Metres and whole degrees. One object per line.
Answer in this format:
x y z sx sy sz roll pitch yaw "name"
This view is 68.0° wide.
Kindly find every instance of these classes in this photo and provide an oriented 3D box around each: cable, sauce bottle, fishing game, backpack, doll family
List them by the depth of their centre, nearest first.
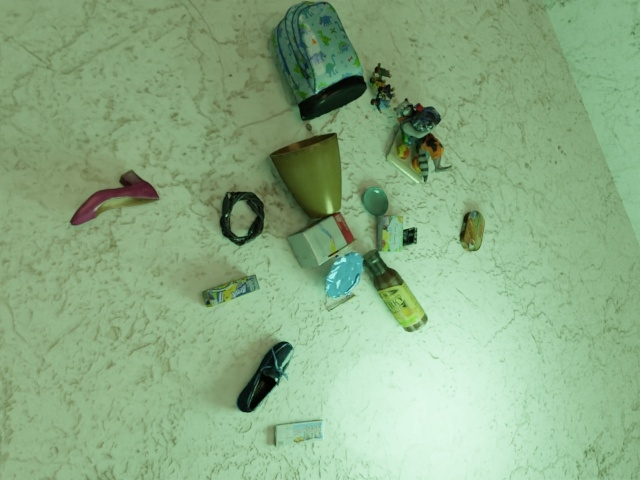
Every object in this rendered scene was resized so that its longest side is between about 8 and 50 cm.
-0.255 -0.070 1.565 0.151 0.047 0.184 8 76 -34 "cable"
0.080 0.118 1.666 0.189 0.041 0.263 -30 133 -30 "fishing game"
-0.014 -0.660 1.695 0.290 0.273 0.355 -27 84 -24 "backpack"
0.273 0.188 1.788 0.111 0.111 0.344 -42 102 -28 "sauce bottle"
0.241 -0.611 1.911 0.111 0.076 0.192 -8 81 -50 "doll family"

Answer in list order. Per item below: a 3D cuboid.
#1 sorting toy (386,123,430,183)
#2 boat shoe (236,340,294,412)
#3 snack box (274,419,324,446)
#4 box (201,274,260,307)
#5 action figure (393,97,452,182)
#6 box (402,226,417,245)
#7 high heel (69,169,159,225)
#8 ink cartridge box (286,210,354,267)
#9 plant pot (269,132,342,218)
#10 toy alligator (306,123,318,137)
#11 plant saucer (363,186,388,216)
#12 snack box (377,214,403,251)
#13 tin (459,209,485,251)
0.382 -0.371 1.978 0.193 0.038 0.208 34 67 -22 "sorting toy"
-0.156 0.440 1.510 0.109 0.089 0.258 40 65 -19 "boat shoe"
-0.068 0.635 1.569 0.178 0.022 0.064 5 79 -29 "snack box"
-0.282 0.159 1.499 0.169 0.059 0.054 -17 90 -31 "box"
0.394 -0.405 1.876 0.330 0.179 0.341 59 31 0 "action figure"
0.348 -0.014 1.875 0.018 0.083 0.067 11 77 -29 "box"
-0.582 -0.096 1.355 0.117 0.082 0.244 45 50 -6 "high heel"
0.000 0.000 1.646 0.176 0.128 0.127 -31 98 -31 "ink cartridge box"
-0.020 -0.213 1.633 0.237 0.237 0.254 -30 112 -30 "plant pot"
0.000 -0.349 1.745 0.056 0.051 0.189 -26 95 -31 "toy alligator"
0.212 -0.149 1.854 0.120 0.021 0.119 5 81 -29 "plant saucer"
0.272 -0.027 1.849 0.100 0.037 0.141 1 92 -31 "snack box"
0.670 -0.041 2.094 0.106 0.040 0.189 24 71 -21 "tin"
